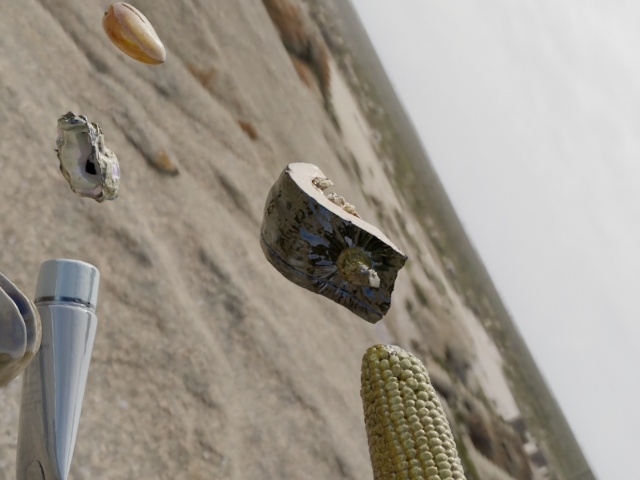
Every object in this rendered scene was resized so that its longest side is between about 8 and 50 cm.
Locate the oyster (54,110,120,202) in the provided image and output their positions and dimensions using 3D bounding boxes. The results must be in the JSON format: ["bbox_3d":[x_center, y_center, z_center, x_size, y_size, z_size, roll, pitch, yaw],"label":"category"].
[{"bbox_3d":[-0.376,-0.135,1.680,0.191,0.081,0.163,0,-61,48],"label":"oyster"}]

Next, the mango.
[{"bbox_3d":[-0.212,-0.235,1.197,0.089,0.046,0.060,41,23,2],"label":"mango"}]

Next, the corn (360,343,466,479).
[{"bbox_3d":[0.119,0.280,1.326,0.119,0.119,0.322,54,20,-61],"label":"corn"}]

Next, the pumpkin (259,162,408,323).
[{"bbox_3d":[0.002,0.003,1.504,0.248,0.131,0.126,43,21,27],"label":"pumpkin"}]

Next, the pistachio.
[{"bbox_3d":[-0.285,0.064,0.797,0.108,0.185,0.126,-12,107,-59],"label":"pistachio"}]

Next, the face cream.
[{"bbox_3d":[-0.341,0.180,1.327,0.089,0.143,0.314,20,65,-35],"label":"face cream"}]
